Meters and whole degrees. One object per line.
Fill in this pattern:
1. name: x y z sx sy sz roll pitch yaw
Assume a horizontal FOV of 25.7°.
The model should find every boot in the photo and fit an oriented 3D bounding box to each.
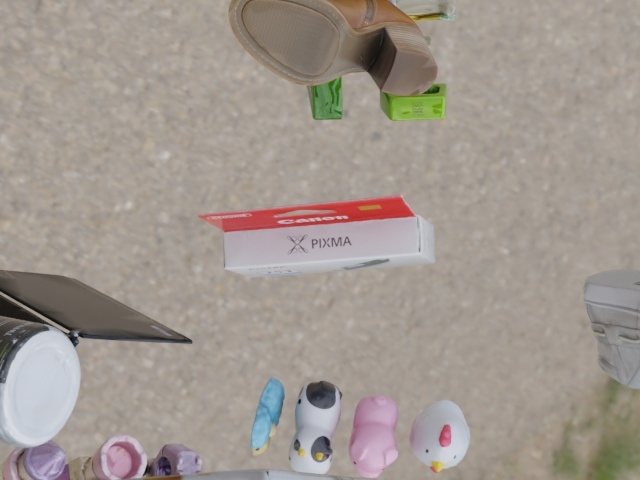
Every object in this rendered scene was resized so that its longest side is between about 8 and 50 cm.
1. boot: 0.387 0.108 1.538 0.095 0.258 0.123 -15 101 -20
2. boot: -0.005 -0.280 1.688 0.283 0.220 0.109 8 122 -27

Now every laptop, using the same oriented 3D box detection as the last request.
1. laptop: -0.323 0.129 1.519 0.264 0.234 0.137 -50 136 -20

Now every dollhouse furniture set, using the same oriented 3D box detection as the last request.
1. dollhouse furniture set: 0.078 -0.328 1.910 0.197 0.151 0.302 -2 116 -2

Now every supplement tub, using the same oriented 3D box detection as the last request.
1. supplement tub: -0.335 0.125 1.338 0.117 0.190 0.117 -21 115 -57

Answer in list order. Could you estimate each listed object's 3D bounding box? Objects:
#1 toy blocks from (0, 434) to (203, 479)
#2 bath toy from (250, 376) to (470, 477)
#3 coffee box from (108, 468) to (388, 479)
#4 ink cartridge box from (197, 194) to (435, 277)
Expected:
1. toy blocks: -0.240 0.386 1.782 0.309 0.260 0.289 6 67 -37
2. bath toy: 0.066 0.306 2.218 0.129 0.348 0.151 131 -35 -89
3. coffee box: -0.084 0.203 0.890 0.141 0.246 0.098 18 67 -50
4. ink cartridge box: 0.000 0.000 2.021 0.261 0.296 0.066 29 57 -74
